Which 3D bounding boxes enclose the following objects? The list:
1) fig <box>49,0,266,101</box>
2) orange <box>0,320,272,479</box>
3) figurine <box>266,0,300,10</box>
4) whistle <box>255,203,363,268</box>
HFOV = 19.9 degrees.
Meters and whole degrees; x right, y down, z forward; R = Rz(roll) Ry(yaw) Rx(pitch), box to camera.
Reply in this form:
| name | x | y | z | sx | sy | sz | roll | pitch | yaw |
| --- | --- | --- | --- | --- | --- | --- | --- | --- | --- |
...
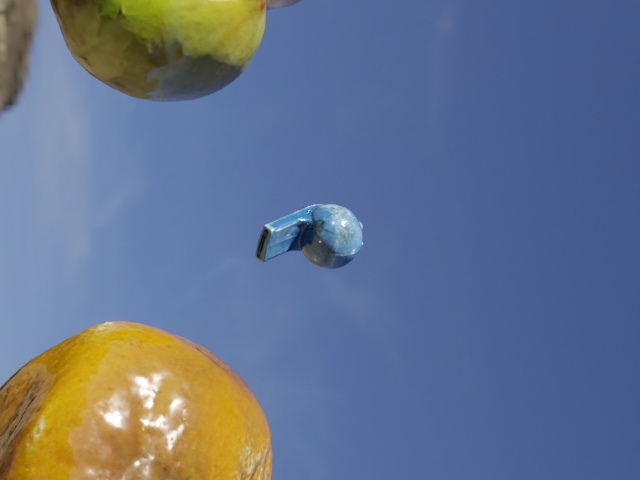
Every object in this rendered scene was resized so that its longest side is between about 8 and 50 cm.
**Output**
| name | x | y | z | sx | sy | sz | roll | pitch | yaw |
| --- | --- | --- | --- | --- | --- | --- | --- | --- | --- |
| fig | -0.116 | -0.159 | 1.280 | 0.136 | 0.153 | 0.120 | -83 | -167 | -53 |
| orange | -0.136 | 0.164 | 1.096 | 0.249 | 0.183 | 0.249 | 6 | 90 | -78 |
| figurine | -0.056 | -0.240 | 1.373 | 0.229 | 0.112 | 0.137 | 28 | -85 | 50 |
| whistle | 0.000 | 0.000 | 2.315 | 0.090 | 0.158 | 0.090 | 17 | -63 | 36 |
